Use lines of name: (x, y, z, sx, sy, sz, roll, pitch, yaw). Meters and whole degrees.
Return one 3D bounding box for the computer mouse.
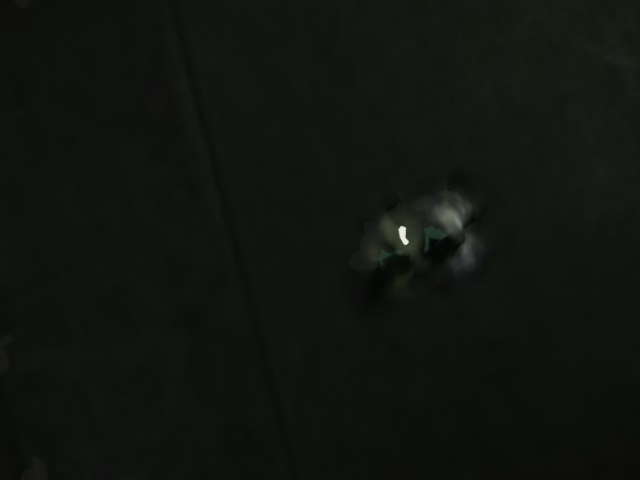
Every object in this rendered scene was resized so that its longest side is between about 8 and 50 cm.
computer mouse: (-0.004, 0.000, 0.402, 0.295, 0.087, 0.168, -21, 106, -30)
